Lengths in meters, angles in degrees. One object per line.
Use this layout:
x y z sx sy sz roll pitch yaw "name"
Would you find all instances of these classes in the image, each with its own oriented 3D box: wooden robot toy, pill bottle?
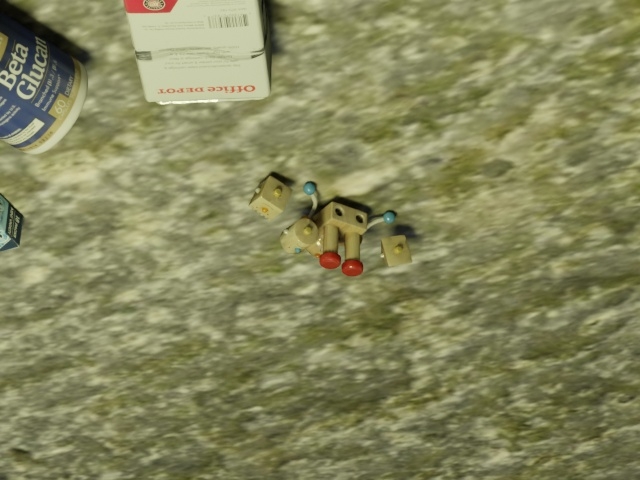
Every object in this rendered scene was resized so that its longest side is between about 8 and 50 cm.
0.000 0.000 1.745 0.173 0.076 0.079 19 152 -24 "wooden robot toy"
-0.288 -0.149 1.505 0.094 0.094 0.169 -28 137 34 "pill bottle"

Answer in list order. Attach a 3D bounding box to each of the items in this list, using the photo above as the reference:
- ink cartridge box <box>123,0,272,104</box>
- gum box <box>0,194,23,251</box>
-0.100 -0.185 1.479 0.109 0.063 0.150 -2 146 3 "ink cartridge box"
-0.402 -0.038 1.713 0.157 0.041 0.184 -14 144 19 "gum box"
